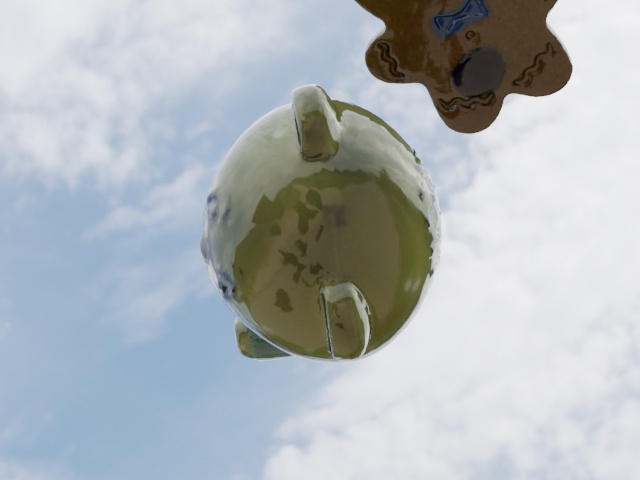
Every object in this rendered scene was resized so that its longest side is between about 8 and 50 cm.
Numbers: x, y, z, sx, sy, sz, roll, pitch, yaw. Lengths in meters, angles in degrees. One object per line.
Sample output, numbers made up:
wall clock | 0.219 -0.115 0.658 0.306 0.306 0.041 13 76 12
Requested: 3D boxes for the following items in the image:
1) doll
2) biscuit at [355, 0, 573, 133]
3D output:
doll | 0.000 0.000 0.924 0.161 0.177 0.261 -7 -7 -1
biscuit | 0.106 -0.199 1.074 0.179 0.039 0.236 -29 -69 18
